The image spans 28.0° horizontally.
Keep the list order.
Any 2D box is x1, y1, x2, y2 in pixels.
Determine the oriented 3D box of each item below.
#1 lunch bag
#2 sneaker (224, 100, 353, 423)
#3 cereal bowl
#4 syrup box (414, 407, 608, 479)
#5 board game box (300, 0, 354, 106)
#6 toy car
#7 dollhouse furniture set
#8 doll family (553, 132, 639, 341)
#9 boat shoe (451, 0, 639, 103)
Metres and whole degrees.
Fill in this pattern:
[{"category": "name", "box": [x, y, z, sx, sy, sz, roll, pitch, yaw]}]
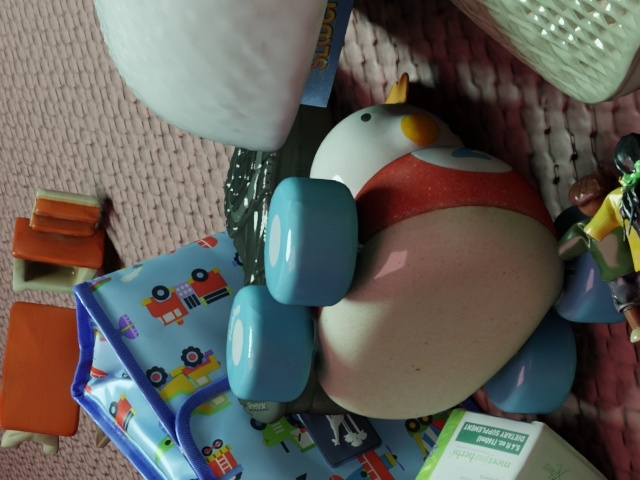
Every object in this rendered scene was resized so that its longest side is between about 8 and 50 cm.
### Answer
[{"category": "lunch bag", "box": [-0.024, 0.132, 0.984, 0.293, 0.221, 0.138, 45, 143, 33]}, {"category": "sneaker", "box": [0.000, 0.000, 0.959, 0.109, 0.130, 0.286, 138, 134, -60]}, {"category": "cereal bowl", "box": [-0.067, -0.227, 0.741, 0.339, 0.141, 0.339, -173, 90, -81]}, {"category": "syrup box", "box": [0.092, 0.239, 0.850, 0.096, 0.237, 0.093, 42, 159, -26]}, {"category": "board game box", "box": [0.006, -0.207, 0.837, 0.201, 0.035, 0.136, 106, 167, -46]}, {"category": "toy car", "box": [0.057, -0.026, 0.834, 0.210, 0.219, 0.238, 113, 156, -50]}, {"category": "dollhouse furniture set", "box": [-0.291, 0.089, 1.372, 0.135, 0.262, 0.259, 119, 154, -51]}, {"category": "doll family", "box": [0.205, -0.025, 0.648, 0.193, 0.076, 0.111, -26, 91, 20]}, {"category": "boat shoe", "box": [0.125, -0.176, 0.545, 0.187, 0.156, 0.500, 43, 178, -2]}]
